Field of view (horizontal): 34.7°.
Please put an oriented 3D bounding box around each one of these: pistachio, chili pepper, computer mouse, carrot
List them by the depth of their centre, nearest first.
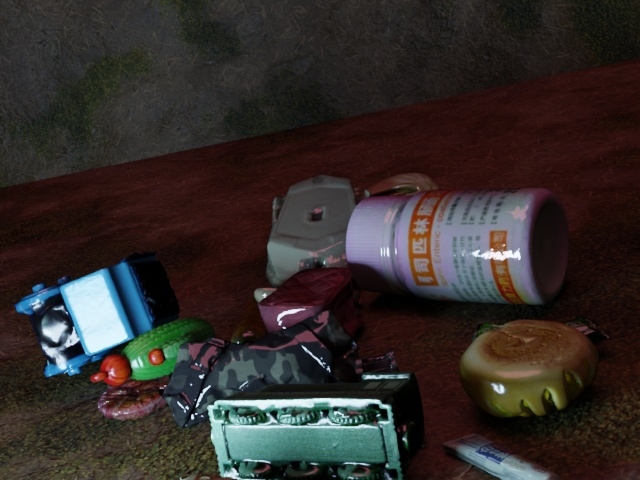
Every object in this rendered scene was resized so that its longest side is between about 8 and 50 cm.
[{"bbox_3d":[0.364,0.163,1.690,0.224,0.061,0.098,-5,15,19],"label":"chili pepper"},{"bbox_3d":[-0.128,0.164,2.004,0.078,0.078,0.298,-11,15,4],"label":"carrot"},{"bbox_3d":[0.000,0.004,2.274,0.228,0.145,0.429,-2,32,7],"label":"computer mouse"},{"bbox_3d":[0.183,-0.089,2.456,0.223,0.126,0.152,-14,-16,9],"label":"pistachio"}]

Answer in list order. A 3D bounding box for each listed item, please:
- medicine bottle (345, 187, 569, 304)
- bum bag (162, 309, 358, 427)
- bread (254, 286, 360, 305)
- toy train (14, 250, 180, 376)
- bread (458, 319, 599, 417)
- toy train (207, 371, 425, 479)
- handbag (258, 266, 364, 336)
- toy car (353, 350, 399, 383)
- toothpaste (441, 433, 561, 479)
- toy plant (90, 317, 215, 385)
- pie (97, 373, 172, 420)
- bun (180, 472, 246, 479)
[{"bbox_3d":[0.259,0.008,1.960,0.388,0.219,0.219,2,23,35],"label":"medicine bottle"},{"bbox_3d":[-0.102,0.216,1.742,0.341,0.144,0.095,-14,-23,1],"label":"bum bag"},{"bbox_3d":[-0.025,0.119,2.032,0.214,0.053,0.073,3,-12,-8],"label":"bread"},{"bbox_3d":[-0.420,0.135,1.994,0.265,0.188,0.300,-23,0,6],"label":"toy train"},{"bbox_3d":[0.317,0.198,1.548,0.213,0.104,0.213,-8,18,3],"label":"bread"},{"bbox_3d":[0.003,0.275,1.505,0.330,0.138,0.178,-5,10,29],"label":"toy train"},{"bbox_3d":[-0.015,0.141,1.891,0.147,0.135,0.225,-5,16,23],"label":"handbag"},{"bbox_3d":[0.097,0.236,1.644,0.071,0.062,0.165,-13,18,1],"label":"toy car"},{"bbox_3d":[0.254,0.305,1.390,0.060,0.038,0.233,-17,16,-25],"label":"toothpaste"},{"bbox_3d":[-0.286,0.200,1.832,0.155,0.088,0.240,-17,2,25],"label":"toy plant"},{"bbox_3d":[-0.327,0.277,1.844,0.155,0.036,0.154,-10,20,3],"label":"pie"},{"bbox_3d":[-0.171,0.376,1.326,0.237,0.116,0.210,0,22,32],"label":"bun"}]
